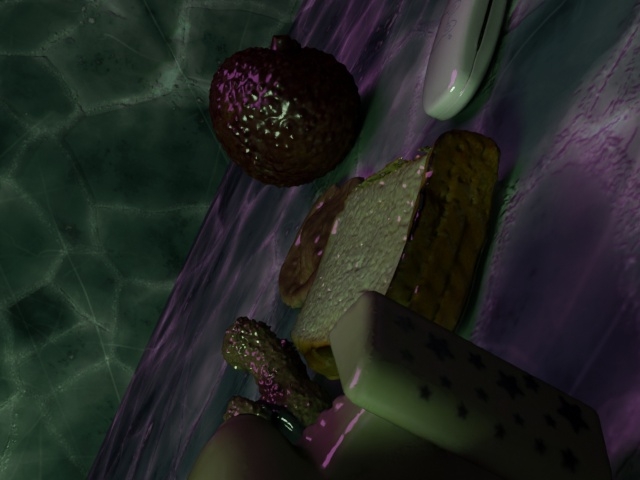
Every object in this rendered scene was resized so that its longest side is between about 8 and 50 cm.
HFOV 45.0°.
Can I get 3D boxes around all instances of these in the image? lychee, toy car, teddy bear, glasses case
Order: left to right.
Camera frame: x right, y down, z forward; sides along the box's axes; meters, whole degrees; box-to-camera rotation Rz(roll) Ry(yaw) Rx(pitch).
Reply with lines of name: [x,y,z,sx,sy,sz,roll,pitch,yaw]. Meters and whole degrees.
teddy bear: [-0.047,0.197,0.824,0.129,0.182,0.251,-11,54,21]
lychee: [-0.057,-0.207,1.269,0.260,0.260,0.260,-55,18,27]
toy car: [0.053,0.198,0.293,0.226,0.242,0.336,-58,15,11]
glasses case: [0.174,-0.246,0.919,0.092,0.059,0.233,-35,33,62]

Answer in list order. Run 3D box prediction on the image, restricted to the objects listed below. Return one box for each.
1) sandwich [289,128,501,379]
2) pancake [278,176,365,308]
sandwich: [0.069,0.026,0.775,0.226,0.087,0.251,-68,13,-20]
pancake: [-0.001,-0.001,1.124,0.222,0.042,0.236,-59,17,7]
